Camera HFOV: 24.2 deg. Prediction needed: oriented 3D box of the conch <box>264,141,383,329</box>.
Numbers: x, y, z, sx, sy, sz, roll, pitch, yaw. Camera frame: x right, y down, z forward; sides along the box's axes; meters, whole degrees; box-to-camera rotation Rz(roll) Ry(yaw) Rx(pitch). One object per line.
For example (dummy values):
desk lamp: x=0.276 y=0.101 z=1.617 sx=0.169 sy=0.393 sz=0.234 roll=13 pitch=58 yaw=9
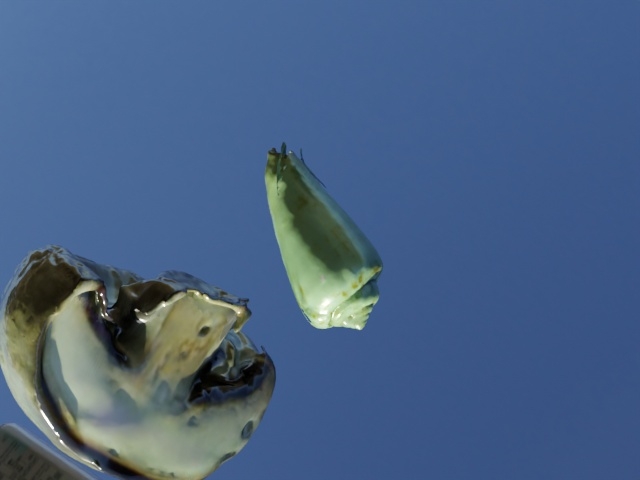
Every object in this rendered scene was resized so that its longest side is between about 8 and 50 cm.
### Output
conch: x=0.000 y=0.000 z=1.264 sx=0.079 sy=0.106 sz=0.170 roll=-21 pitch=-102 yaw=-8

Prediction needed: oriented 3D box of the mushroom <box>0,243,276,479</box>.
mushroom: x=-0.188 y=0.110 z=1.373 sx=0.164 sy=0.267 sz=0.189 roll=22 pitch=-83 yaw=48

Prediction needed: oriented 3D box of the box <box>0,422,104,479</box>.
box: x=-0.249 y=0.350 z=1.721 sx=0.369 sy=0.190 sz=0.112 roll=22 pitch=-112 yaw=47
